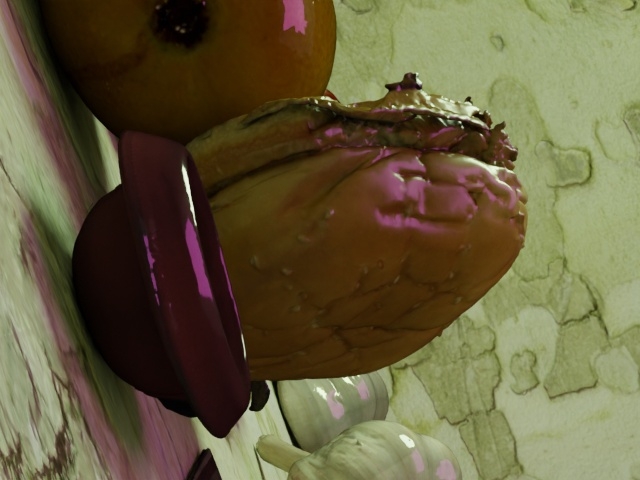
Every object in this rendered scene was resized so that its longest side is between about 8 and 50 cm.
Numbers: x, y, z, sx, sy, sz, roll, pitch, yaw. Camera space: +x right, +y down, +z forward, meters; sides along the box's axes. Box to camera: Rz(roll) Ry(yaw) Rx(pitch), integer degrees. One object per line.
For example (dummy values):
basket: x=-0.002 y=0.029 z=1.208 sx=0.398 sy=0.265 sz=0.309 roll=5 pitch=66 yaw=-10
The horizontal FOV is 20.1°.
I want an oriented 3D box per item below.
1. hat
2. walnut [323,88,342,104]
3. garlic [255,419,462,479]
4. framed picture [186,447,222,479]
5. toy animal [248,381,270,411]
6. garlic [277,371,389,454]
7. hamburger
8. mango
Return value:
hat: x=-0.106 y=0.031 z=1.138 sx=0.205 sy=0.089 sz=0.205 roll=-15 pitch=90 yaw=-88
walnut: x=-0.064 y=-0.051 z=2.039 sx=0.244 sy=0.222 sz=0.269 roll=27 pitch=39 yaw=-37
garlic: x=0.019 y=0.245 z=1.804 sx=0.226 sy=0.199 sz=0.199 roll=35 pitch=-25 yaw=44
framed picture: x=-0.052 y=0.273 z=1.348 sx=0.173 sy=0.010 sz=0.231 roll=-26 pitch=96 yaw=-89
toy animal: x=-0.087 y=0.048 z=1.793 sx=0.148 sy=0.084 sz=0.232 roll=70 pitch=-3 yaw=-72
garlic: x=0.016 y=0.212 z=2.471 sx=0.229 sy=0.143 sz=0.178 roll=-51 pitch=123 yaw=-79
hamburger: x=0.000 y=0.000 z=1.391 sx=0.318 sy=0.319 sz=0.158 roll=67 pitch=3 yaw=-65
mango: x=-0.120 y=-0.206 z=1.477 sx=0.264 sy=0.221 sz=0.378 roll=58 pitch=-1 yaw=-28
